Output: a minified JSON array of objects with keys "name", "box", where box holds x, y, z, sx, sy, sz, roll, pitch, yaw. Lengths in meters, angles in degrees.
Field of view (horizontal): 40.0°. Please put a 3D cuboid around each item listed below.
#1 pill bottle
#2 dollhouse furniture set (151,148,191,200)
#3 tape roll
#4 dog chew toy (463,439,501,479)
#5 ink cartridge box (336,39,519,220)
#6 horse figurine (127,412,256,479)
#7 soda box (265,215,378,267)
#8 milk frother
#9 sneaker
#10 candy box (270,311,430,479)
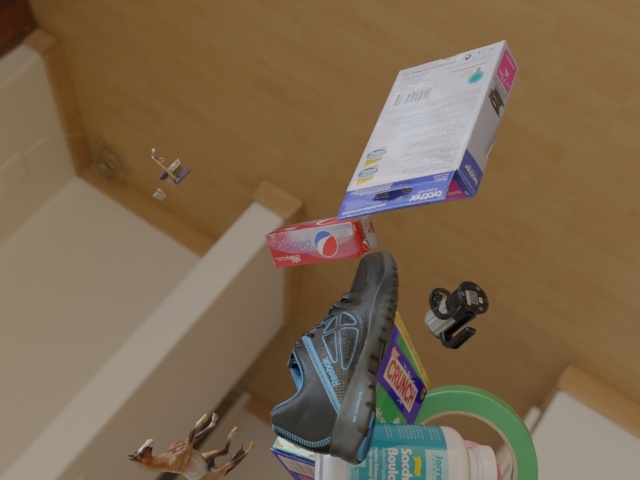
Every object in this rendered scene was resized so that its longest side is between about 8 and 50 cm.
[{"name":"pill bottle","box":[0.127,0.351,1.334,0.264,0.146,0.146,3,149,-6]},{"name":"dollhouse furniture set","box":[-0.325,-0.146,1.777,0.081,0.091,0.114,43,-179,-19]},{"name":"tape roll","box":[0.287,0.466,1.830,0.321,0.321,0.077,36,-173,8]},{"name":"dog chew toy","box":[0.387,0.652,2.159,0.332,0.206,0.207,55,169,46]},{"name":"ink cartridge box","box":[0.153,-0.141,1.230,0.185,0.311,0.065,-9,132,40]},{"name":"horse figurine","box":[-0.245,0.442,1.810,0.066,0.174,0.263,46,-179,42]},{"name":"soda box","box":[0.000,0.000,2.081,0.263,0.083,0.092,-9,104,37]},{"name":"milk frother","box":[0.278,0.160,1.972,0.143,0.129,0.135,30,135,-12]},{"name":"sneaker","box":[0.029,0.140,1.239,0.139,0.341,0.125,10,138,9]},{"name":"candy box","box":[0.069,0.317,1.616,0.122,0.317,0.268,9,147,31]}]
